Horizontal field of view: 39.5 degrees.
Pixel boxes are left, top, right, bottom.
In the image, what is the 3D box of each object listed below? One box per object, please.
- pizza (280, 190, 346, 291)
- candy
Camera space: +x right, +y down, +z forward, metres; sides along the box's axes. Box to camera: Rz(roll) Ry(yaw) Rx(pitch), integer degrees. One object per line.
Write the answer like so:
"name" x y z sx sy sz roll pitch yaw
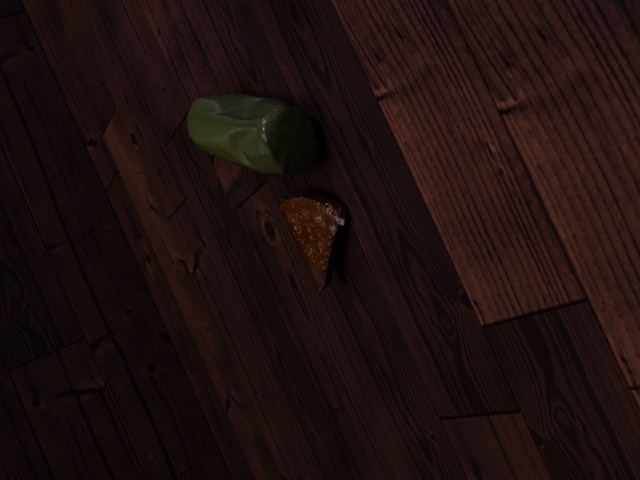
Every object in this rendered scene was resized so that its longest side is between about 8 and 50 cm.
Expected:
"pizza" 0.000 0.000 1.649 0.185 0.052 0.195 17 121 50
"candy" -0.130 -0.195 1.649 0.343 0.132 0.142 20 113 57
